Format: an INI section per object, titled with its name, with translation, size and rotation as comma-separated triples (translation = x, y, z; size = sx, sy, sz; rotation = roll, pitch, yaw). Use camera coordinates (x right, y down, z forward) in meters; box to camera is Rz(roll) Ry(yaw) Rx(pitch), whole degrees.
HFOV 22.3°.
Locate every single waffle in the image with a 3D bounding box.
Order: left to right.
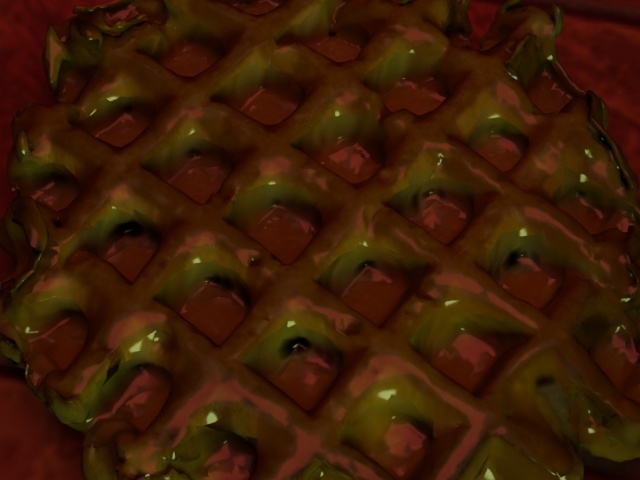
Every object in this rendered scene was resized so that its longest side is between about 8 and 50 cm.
[waffle]
translation = 0.000, 0.000, 0.728
size = 0.302, 0.068, 0.325
rotation = -5, 58, -6
